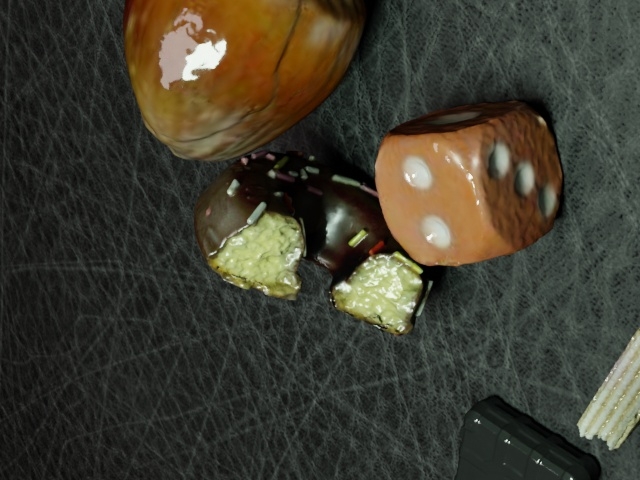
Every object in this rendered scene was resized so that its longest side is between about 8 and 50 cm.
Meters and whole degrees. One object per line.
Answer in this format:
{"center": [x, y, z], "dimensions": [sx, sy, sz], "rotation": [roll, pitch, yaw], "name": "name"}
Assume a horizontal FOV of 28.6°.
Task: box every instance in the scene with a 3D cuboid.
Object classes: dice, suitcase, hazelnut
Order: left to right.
{"center": [-0.113, -0.277, 1.658], "dimensions": [0.315, 0.372, 0.372], "rotation": [27, 131, 12], "name": "hazelnut"}
{"center": [0.184, -0.071, 1.570], "dimensions": [0.175, 0.174, 0.179], "rotation": [4, 112, 45], "name": "dice"}
{"center": [0.279, 0.382, 1.792], "dimensions": [0.206, 0.066, 0.285], "rotation": [31, 131, 34], "name": "suitcase"}

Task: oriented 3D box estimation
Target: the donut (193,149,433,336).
{"center": [-0.006, -0.015, 1.734], "dimensions": [0.136, 0.345, 0.259], "rotation": [-55, 24, 27], "name": "donut"}

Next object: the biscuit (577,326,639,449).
{"center": [0.396, 0.150, 1.505], "dimensions": [0.062, 0.108, 0.239], "rotation": [39, 134, 20], "name": "biscuit"}
